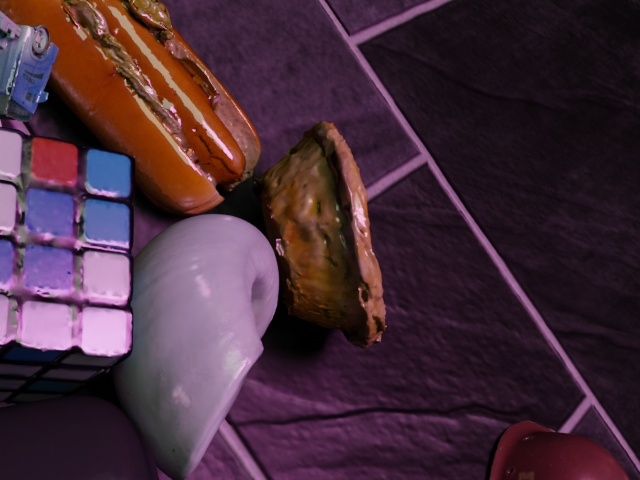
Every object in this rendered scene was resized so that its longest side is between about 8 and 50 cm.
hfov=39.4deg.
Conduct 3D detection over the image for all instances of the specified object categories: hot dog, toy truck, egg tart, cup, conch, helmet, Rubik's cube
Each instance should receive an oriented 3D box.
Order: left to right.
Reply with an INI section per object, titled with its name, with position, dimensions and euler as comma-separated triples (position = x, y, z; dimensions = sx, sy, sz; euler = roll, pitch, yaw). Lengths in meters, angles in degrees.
[toy truck]
position = -0.260, -0.144, 0.641
dimensions = 0.067, 0.175, 0.081
euler = 8, 79, 13
[Rubik's cube]
position = -0.227, 0.022, 0.612
dimensions = 0.154, 0.155, 0.151
euler = 11, 64, -31
[cup]
position = -0.197, 0.211, 0.551
dimensions = 0.176, 0.169, 0.223
euler = 1, 99, -32
[hot dog]
position = -0.183, -0.173, 0.775
dimensions = 0.337, 0.100, 0.135
euler = 50, 50, -5
[conch]
position = -0.095, 0.077, 0.664
dimensions = 0.120, 0.221, 0.185
euler = 0, 107, 2
[egg tart]
position = -0.001, 0.001, 0.777
dimensions = 0.090, 0.212, 0.213
euler = -16, 76, -8
[helmet]
position = 0.254, 0.252, 0.881
dimensions = 0.155, 0.106, 0.175
euler = 22, 53, -26

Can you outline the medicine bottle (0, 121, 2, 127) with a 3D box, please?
[medicine bottle]
position = -0.275, -0.066, 0.663
dimensions = 0.057, 0.089, 0.057
euler = 17, 58, -28
